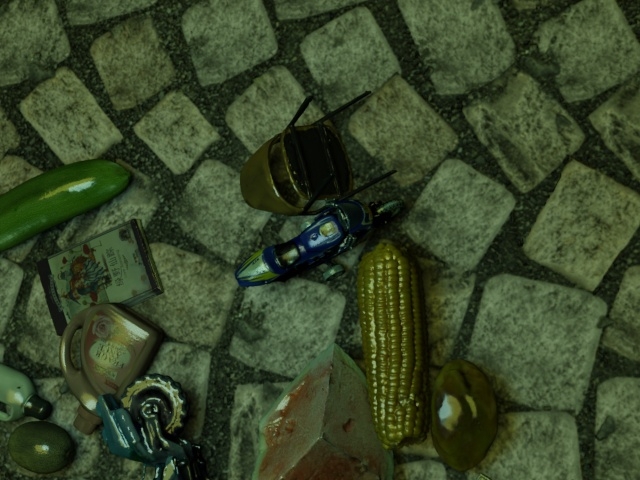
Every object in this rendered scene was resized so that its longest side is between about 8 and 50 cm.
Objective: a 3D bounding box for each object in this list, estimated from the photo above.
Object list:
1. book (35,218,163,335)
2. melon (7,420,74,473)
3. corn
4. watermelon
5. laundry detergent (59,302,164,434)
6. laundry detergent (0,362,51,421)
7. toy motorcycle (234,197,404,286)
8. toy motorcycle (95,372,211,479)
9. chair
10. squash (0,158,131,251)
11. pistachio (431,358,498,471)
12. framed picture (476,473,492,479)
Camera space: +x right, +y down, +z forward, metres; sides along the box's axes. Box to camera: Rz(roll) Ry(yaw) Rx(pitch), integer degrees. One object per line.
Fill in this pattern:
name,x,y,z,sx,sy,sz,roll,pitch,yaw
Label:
book,-0.430,0.070,1.965,0.231,0.026,0.157,-23,76,11
melon,-0.523,0.386,1.904,0.131,0.098,0.098,11,84,25
corn,0.126,0.174,1.744,0.120,0.120,0.363,-5,77,15
watermelon,-0.008,0.353,1.734,0.260,0.176,0.256,-42,72,23
laundry detergent,-0.418,0.231,1.905,0.171,0.076,0.237,32,94,8
laundry detergent,-0.617,0.290,1.961,0.226,0.070,0.099,20,79,16
toy motorcycle,0.000,0.000,1.782,0.315,0.169,0.113,-29,76,9
toy motorcycle,-0.308,0.452,1.794,0.232,0.172,0.416,-15,86,6
chair,-0.016,-0.142,1.821,0.247,0.172,0.158,-34,68,53
squash,-0.553,-0.065,1.980,0.395,0.107,0.107,-23,76,12
pistachio,0.242,0.292,1.704,0.110,0.100,0.189,1,80,21
framed picture,0.281,0.534,1.702,0.173,0.010,0.231,31,90,18
